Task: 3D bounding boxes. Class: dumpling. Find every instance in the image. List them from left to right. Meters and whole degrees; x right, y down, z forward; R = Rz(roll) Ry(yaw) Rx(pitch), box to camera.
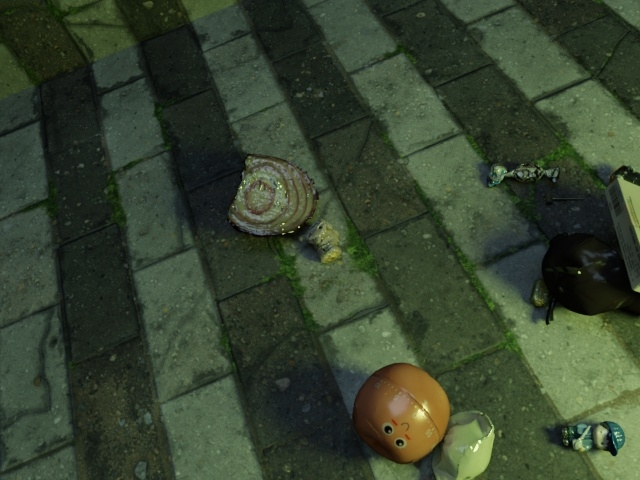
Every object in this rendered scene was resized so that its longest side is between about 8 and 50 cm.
[{"bbox_3d":[0.339,0.506,1.459,0.181,0.111,0.155,-25,24,-11],"label":"dumpling"}]

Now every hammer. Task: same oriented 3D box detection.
[{"bbox_3d":[0.752,-0.130,1.825,0.110,0.019,0.036,0,57,11],"label":"hammer"}]

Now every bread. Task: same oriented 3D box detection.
[{"bbox_3d":[0.618,0.148,1.663,0.049,0.034,0.088,11,62,19],"label":"bread"}]

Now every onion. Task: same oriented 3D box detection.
[{"bbox_3d":[-0.161,-0.115,1.979,0.280,0.146,0.314,19,61,-3],"label":"onion"}]

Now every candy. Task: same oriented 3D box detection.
[{"bbox_3d":[0.645,-0.206,1.885,0.226,0.051,0.094,-4,67,14],"label":"candy"}]

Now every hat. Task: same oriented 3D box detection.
[{"bbox_3d":[0.701,0.138,1.536,0.336,0.238,0.209,40,71,21],"label":"hat"}]

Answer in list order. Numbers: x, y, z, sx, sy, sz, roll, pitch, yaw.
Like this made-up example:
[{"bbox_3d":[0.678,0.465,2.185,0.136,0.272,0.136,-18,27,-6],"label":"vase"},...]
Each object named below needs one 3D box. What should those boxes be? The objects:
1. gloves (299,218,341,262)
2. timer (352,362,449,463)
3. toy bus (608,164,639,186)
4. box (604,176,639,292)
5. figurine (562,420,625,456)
[{"bbox_3d":[0.009,-0.001,1.882,0.110,0.094,0.144,-44,65,-3],"label":"gloves"},{"bbox_3d":[0.198,0.426,1.464,0.229,0.230,0.215,33,69,29],"label":"timer"},{"bbox_3d":[0.943,-0.153,1.758,0.069,0.074,0.162,-33,53,-18],"label":"toy bus"},{"bbox_3d":[0.852,0.008,1.490,0.214,0.069,0.353,20,48,-9],"label":"box"},{"bbox_3d":[0.658,0.474,1.426,0.136,0.079,0.077,-9,76,33],"label":"figurine"}]
